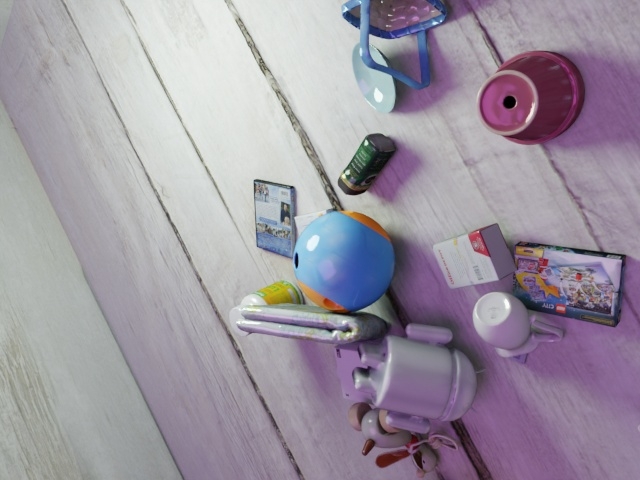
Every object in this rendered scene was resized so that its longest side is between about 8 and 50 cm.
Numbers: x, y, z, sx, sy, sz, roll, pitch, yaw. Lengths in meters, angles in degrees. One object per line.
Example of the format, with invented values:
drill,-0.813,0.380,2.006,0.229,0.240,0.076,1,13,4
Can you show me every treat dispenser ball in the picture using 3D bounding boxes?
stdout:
treat dispenser ball,0.066,0.059,1.491,0.288,0.288,0.289,16,115,37

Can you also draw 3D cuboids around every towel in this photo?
towel,-0.017,0.246,1.559,0.374,0.320,0.090,3,87,21

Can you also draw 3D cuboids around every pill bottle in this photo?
pill bottle,-0.187,0.234,1.807,0.136,0.245,0.137,16,115,37

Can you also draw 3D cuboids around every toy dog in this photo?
toy dog,0.220,0.609,1.548,0.333,0.161,0.220,33,142,-6

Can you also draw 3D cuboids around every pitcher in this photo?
pitcher,0.470,0.202,1.263,0.177,0.207,0.126,-14,51,30

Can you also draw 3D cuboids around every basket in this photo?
basket,0.176,-0.515,1.223,0.201,0.254,0.289,-10,81,40

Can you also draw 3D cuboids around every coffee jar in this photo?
coffee jar,0.125,-0.208,1.476,0.079,0.096,0.184,51,131,19

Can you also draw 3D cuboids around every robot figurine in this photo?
robot figurine,0.268,0.372,1.434,0.353,0.200,0.300,13,98,-2

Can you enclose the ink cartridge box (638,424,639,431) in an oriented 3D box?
ink cartridge box,0.768,0.397,1.125,0.092,0.089,0.143,52,133,15

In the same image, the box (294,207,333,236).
box,0.000,0.000,1.702,0.145,0.038,0.186,-10,99,43

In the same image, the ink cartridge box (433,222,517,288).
ink cartridge box,0.382,0.042,1.324,0.175,0.072,0.128,-24,89,61

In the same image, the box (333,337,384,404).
box,0.155,0.403,1.653,0.181,0.119,0.181,-1,105,42

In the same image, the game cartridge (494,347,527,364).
game cartridge,0.498,0.282,1.377,0.083,0.017,0.056,23,123,34

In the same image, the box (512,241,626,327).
box,0.568,0.097,1.226,0.233,0.044,0.159,10,112,39

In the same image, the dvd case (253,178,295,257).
dvd case,-0.160,-0.077,1.827,0.180,0.022,0.253,16,115,38

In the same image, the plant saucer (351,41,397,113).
plant saucer,0.149,-0.429,1.378,0.195,0.037,0.195,53,164,23

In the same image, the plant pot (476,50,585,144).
plant pot,0.427,-0.297,1.118,0.201,0.180,0.202,16,115,38
